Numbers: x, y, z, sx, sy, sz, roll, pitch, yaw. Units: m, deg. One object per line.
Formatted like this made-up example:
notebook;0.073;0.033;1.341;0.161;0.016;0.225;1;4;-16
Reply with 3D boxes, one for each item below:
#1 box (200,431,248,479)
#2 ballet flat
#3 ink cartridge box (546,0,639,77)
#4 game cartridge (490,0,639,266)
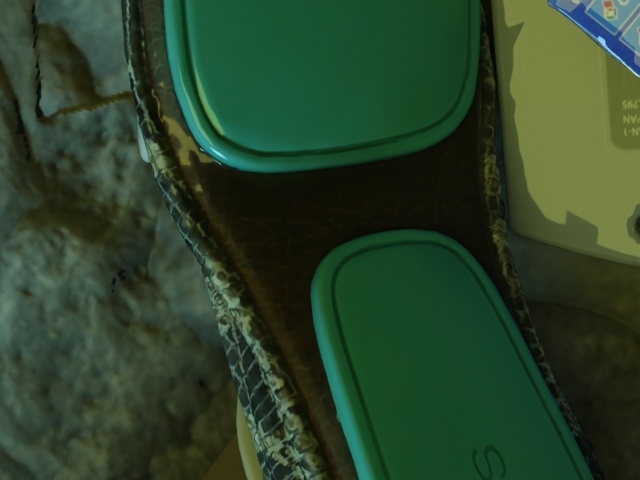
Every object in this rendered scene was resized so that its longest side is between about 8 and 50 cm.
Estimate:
box;0.015;0.180;0.766;0.201;0.164;0.021;29;125;8
ballet flat;0.000;0.000;0.720;0.164;0.182;0.483;-7;74;-26
ink cartridge box;0.250;-0.053;0.596;0.311;0.065;0.186;41;106;6
game cartridge;0.221;-0.082;0.725;0.297;0.062;0.198;-3;103;14
